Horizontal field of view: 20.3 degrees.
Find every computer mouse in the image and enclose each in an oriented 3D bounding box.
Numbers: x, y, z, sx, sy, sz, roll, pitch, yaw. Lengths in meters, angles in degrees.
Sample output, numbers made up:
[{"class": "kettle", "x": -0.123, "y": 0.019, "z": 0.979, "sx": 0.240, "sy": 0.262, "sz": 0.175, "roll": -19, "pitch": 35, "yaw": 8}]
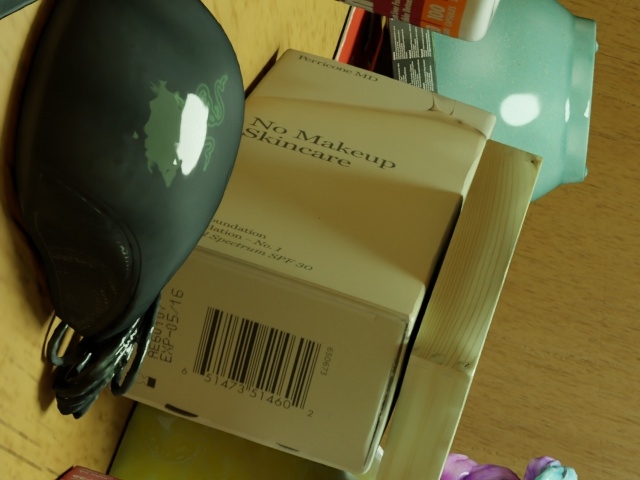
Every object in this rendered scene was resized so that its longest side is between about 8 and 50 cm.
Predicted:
[{"class": "computer mouse", "x": -0.070, "y": -0.030, "z": 0.792, "sx": 0.272, "sy": 0.072, "sz": 0.188, "roll": 91, "pitch": 19, "yaw": -70}]

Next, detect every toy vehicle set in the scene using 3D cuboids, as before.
[{"class": "toy vehicle set", "x": 0.073, "y": 0.087, "z": 1.085, "sx": 0.267, "sy": 0.035, "sz": 0.166, "roll": 101, "pitch": 10, "yaw": -51}]

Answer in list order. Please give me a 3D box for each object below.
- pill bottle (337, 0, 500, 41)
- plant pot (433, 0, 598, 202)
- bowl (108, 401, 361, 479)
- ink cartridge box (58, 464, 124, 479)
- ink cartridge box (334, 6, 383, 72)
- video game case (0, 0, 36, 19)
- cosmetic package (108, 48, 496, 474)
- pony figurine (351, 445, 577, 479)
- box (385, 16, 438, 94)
[{"class": "pill bottle", "x": 0.016, "y": -0.153, "z": 0.829, "sx": 0.086, "sy": 0.152, "sz": 0.086, "roll": 18, "pitch": 90, "yaw": -84}, {"class": "plant pot", "x": 0.191, "y": -0.154, "z": 1.898, "sx": 0.293, "sy": 0.196, "sz": 0.293, "roll": 4, "pitch": 90, "yaw": -83}, {"class": "bowl", "x": -0.051, "y": 0.197, "z": 1.213, "sx": 0.289, "sy": 0.156, "sz": 0.289, "roll": 17, "pitch": 90, "yaw": -84}, {"class": "ink cartridge box", "x": -0.133, "y": 0.194, "z": 0.890, "sx": 0.198, "sy": 0.067, "sz": 0.115, "roll": -37, "pitch": 144, "yaw": -82}, {"class": "ink cartridge box", "x": 0.039, "y": -0.104, "z": 1.615, "sx": 0.275, "sy": 0.060, "sz": 0.239, "roll": 67, "pitch": 42, "yaw": -81}, {"class": "video game case", "x": -0.077, "y": -0.185, "z": 0.465, "sx": 0.248, "sy": 0.035, "sz": 0.275, "roll": -57, "pitch": 164, "yaw": -68}, {"class": "cosmetic package", "x": 0.000, "y": 0.000, "z": 1.098, "sx": 0.309, "sy": 0.160, "sz": 0.113, "roll": -63, "pitch": 169, "yaw": -61}, {"class": "pony figurine", "x": 0.021, "y": 0.263, "z": 1.446, "sx": 0.363, "sy": 0.351, "sz": 0.303, "roll": -52, "pitch": 167, "yaw": -9}, {"class": "box", "x": 0.085, "y": -0.142, "z": 1.627, "sx": 0.184, "sy": 0.045, "sz": 0.190, "roll": 72, "pitch": 14, "yaw": -70}]
